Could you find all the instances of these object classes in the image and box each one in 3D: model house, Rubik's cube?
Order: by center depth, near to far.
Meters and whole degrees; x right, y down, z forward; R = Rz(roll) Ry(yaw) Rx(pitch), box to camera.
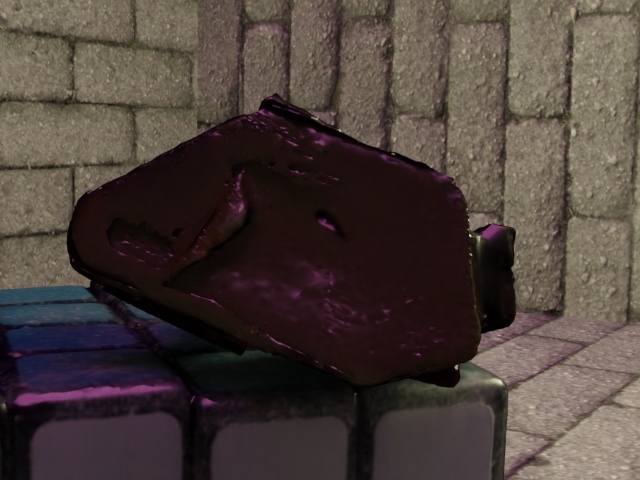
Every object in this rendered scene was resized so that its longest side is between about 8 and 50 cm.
[{"bbox_3d":[0.001,0.011,0.531,0.203,0.141,0.164,28,-9,14],"label":"model house"},{"bbox_3d":[-0.115,0.210,0.619,0.337,0.344,0.344,-2,7,-22],"label":"Rubik's cube"}]
